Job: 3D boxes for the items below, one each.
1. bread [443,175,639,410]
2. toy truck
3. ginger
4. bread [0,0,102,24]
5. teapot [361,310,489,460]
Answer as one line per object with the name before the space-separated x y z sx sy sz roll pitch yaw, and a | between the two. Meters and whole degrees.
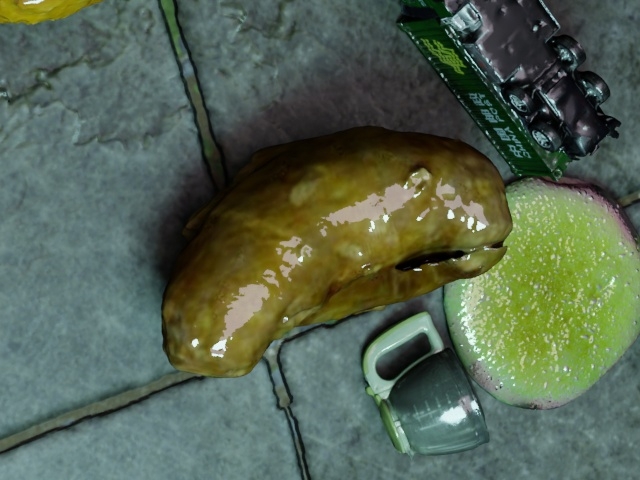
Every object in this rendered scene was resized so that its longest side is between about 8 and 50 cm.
bread | 0.220 0.049 1.348 0.228 0.033 0.229 -2 95 -23
toy truck | 0.154 -0.174 1.250 0.088 0.121 0.259 -44 110 -12
ginger | 0.000 0.000 1.194 0.321 0.172 0.165 -25 142 -13
bread | -0.162 -0.343 1.031 0.394 0.361 0.250 -35 152 -6
teapot | 0.091 0.142 1.290 0.090 0.124 0.092 -22 146 -3
